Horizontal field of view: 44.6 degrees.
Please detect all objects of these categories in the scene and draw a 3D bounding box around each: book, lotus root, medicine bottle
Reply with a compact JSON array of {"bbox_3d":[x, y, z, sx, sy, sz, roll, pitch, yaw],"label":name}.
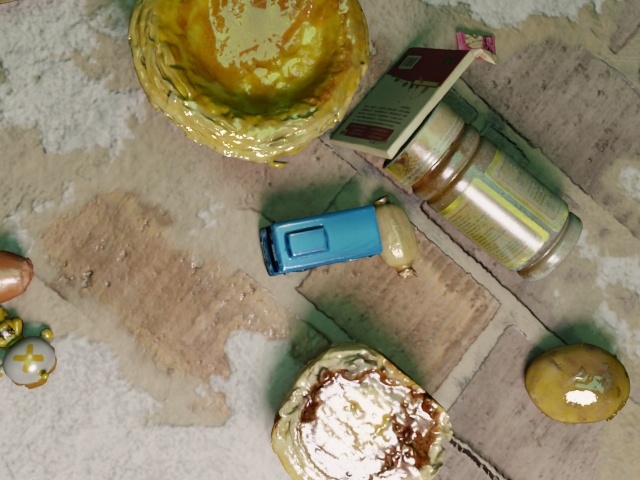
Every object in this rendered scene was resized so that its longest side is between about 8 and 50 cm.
[{"bbox_3d":[0.134,-0.236,1.308,0.232,0.162,0.022,-51,125,-12],"label":"book"},{"bbox_3d":[0.125,-0.004,1.322,0.073,0.062,0.150,-19,86,-13],"label":"lotus root"},{"bbox_3d":[0.274,-0.080,1.318,0.322,0.151,0.151,38,77,-6],"label":"medicine bottle"}]

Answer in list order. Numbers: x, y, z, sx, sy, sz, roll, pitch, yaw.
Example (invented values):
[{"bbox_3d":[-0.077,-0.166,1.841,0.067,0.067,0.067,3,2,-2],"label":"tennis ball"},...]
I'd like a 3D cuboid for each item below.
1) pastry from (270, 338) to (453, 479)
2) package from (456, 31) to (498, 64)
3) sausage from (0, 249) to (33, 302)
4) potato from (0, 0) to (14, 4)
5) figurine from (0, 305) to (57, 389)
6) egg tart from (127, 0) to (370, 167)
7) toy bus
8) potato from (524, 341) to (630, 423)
[{"bbox_3d":[0.058,0.286,1.230,0.256,0.170,0.237,42,97,-10],"label":"pastry"},{"bbox_3d":[0.287,-0.348,1.414,0.083,0.029,0.059,0,76,-23],"label":"package"},{"bbox_3d":[-0.639,0.053,1.135,0.418,0.094,0.094,1,122,-13],"label":"sausage"},{"bbox_3d":[-0.485,-0.450,1.203,0.200,0.137,0.155,-25,90,-15],"label":"potato"},{"bbox_3d":[-0.456,0.156,1.181,0.101,0.068,0.143,-15,70,-20],"label":"figurine"},{"bbox_3d":[-0.115,-0.303,1.244,0.387,0.169,0.388,2,84,-17],"label":"egg tart"},{"bbox_3d":[0.000,0.000,1.273,0.184,0.106,0.090,-12,89,-13],"label":"toy bus"},{"bbox_3d":[0.443,0.244,1.333,0.175,0.137,0.137,-8,85,-10],"label":"potato"}]
